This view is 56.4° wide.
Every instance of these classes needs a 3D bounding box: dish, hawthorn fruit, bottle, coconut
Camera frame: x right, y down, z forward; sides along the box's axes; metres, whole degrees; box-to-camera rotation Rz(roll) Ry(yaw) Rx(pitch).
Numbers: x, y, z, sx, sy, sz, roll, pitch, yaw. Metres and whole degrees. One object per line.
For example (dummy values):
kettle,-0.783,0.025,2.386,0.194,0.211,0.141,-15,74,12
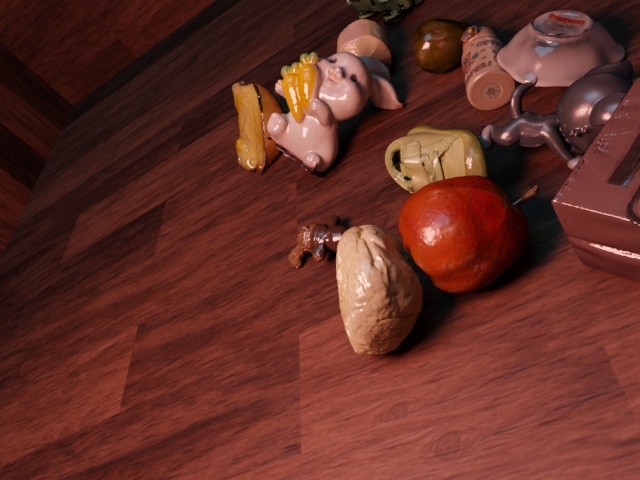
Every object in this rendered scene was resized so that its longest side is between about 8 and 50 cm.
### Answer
dish,0.453,-0.379,1.126,0.230,0.081,0.229,-8,43,8
hawthorn fruit,0.245,-0.026,0.954,0.226,0.196,0.196,-28,39,10
bottle,0.344,-0.377,1.261,0.097,0.110,0.209,-32,37,33
coconut,0.113,-0.483,1.555,0.147,0.147,0.152,-22,44,27

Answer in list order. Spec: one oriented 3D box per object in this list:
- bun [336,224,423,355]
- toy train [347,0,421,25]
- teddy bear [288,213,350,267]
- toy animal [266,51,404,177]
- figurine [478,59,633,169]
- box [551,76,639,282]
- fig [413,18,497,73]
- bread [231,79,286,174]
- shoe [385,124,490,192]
bun,0.097,0.075,0.993,0.135,0.220,0.220,-5,42,-4
toy train,0.191,-0.714,1.740,0.154,0.115,0.269,-43,35,-14
teddy bear,-0.007,-0.005,1.254,0.161,0.078,0.119,-11,44,38
toy animal,0.027,-0.317,1.412,0.310,0.247,0.183,-54,52,11
figurine,0.415,-0.218,1.024,0.266,0.140,0.193,6,37,20
box,0.459,-0.080,0.808,0.153,0.188,0.252,24,75,49
fig,0.306,-0.445,1.385,0.133,0.185,0.126,-74,-4,-74
bread,-0.154,-0.316,1.657,0.133,0.251,0.174,-13,17,-37
shoe,0.220,-0.135,1.132,0.128,0.140,0.262,-35,31,-4
